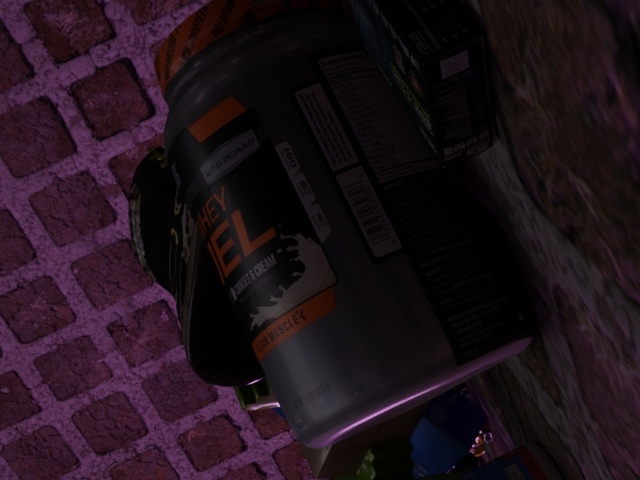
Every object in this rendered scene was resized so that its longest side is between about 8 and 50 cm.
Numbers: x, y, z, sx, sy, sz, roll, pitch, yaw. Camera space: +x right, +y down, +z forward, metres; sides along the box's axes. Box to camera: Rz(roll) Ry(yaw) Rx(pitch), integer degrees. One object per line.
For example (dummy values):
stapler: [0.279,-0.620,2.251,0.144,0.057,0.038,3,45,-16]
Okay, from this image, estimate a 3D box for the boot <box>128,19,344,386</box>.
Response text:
boot: [-0.098,-0.075,1.037,0.284,0.138,0.377,-145,61,-63]

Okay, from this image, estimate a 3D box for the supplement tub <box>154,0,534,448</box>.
supplement tub: [0.006,-0.024,0.766,0.193,0.194,0.316,75,170,-77]

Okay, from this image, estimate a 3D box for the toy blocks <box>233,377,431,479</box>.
toy blocks: [0.022,0.047,1.065,0.381,0.191,0.261,61,143,40]

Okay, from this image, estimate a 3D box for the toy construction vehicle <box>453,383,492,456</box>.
toy construction vehicle: [0.188,0.230,1.335,0.098,0.035,0.086,68,176,-57]

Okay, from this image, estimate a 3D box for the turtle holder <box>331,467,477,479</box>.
turtle holder: [0.155,0.367,1.125,0.227,0.243,0.320,-132,26,-84]

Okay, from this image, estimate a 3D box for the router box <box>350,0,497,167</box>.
router box: [0.055,-0.116,0.596,0.122,0.038,0.092,63,178,35]

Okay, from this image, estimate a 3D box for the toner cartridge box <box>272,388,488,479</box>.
toner cartridge box: [0.021,0.179,1.295,0.348,0.075,0.165,36,131,5]

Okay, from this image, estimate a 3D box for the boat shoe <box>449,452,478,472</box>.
boat shoe: [0.154,0.336,1.533,0.500,0.156,0.187,60,-151,-33]

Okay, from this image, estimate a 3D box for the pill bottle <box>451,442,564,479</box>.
pill bottle: [0.132,0.290,0.962,0.124,0.221,0.124,155,90,-87]
